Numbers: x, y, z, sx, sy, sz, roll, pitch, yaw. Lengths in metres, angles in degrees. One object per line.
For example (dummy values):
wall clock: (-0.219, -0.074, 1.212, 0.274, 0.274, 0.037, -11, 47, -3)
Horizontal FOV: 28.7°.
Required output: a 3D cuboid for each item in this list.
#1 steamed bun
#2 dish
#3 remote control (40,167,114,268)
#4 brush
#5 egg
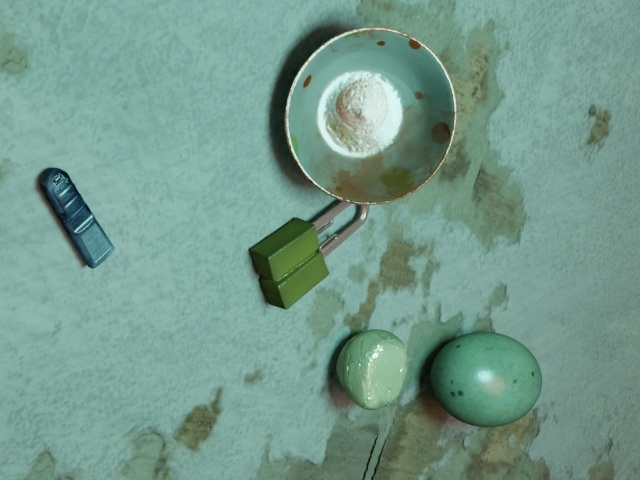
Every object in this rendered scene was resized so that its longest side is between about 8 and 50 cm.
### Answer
steamed bun: (0.077, 0.207, 2.040, 0.112, 0.091, 0.130, -5, 104, -41)
dish: (0.066, -0.186, 1.851, 0.260, 0.085, 0.260, -3, 102, -12)
remote control: (-0.314, -0.030, 1.611, 0.043, 0.027, 0.153, -52, 136, -30)
brush: (0.000, 0.000, 1.920, 0.233, 0.047, 0.103, -37, 128, -30)
egg: (0.296, 0.246, 2.216, 0.236, 0.169, 0.169, 17, 93, -46)
